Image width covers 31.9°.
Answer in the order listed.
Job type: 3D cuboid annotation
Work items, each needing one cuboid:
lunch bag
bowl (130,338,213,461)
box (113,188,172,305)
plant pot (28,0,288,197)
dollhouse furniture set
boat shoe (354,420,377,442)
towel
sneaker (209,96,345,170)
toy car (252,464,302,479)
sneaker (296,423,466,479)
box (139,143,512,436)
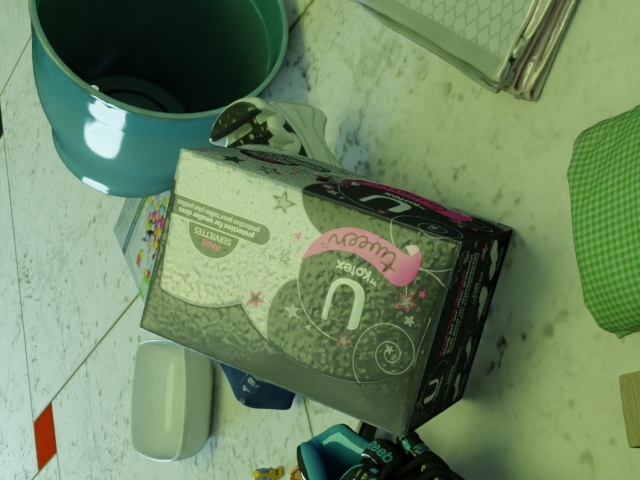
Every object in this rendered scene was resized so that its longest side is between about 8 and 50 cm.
[{"bbox_3d":[-0.058,0.119,1.149,0.098,0.067,0.065,55,128,47],"label":"lunch bag"},{"bbox_3d":[-0.172,0.188,1.324,0.142,0.053,0.142,-6,79,56],"label":"bowl"},{"bbox_3d":[-0.202,-0.010,1.419,0.145,0.038,0.186,-63,40,29],"label":"box"},{"bbox_3d":[-0.200,-0.186,1.265,0.255,0.271,0.272,124,140,-58],"label":"plant pot"},{"bbox_3d":[0.204,0.030,0.688,0.197,0.151,0.302,-25,64,53],"label":"dollhouse furniture set"},{"bbox_3d":[0.037,0.227,1.013,0.049,0.042,0.133,11,-91,-81],"label":"boat shoe"},{"bbox_3d":[0.129,-0.321,0.954,0.332,0.053,0.317,44,121,50],"label":"towel"},{"bbox_3d":[0.000,0.000,1.056,0.110,0.118,0.292,-19,88,38],"label":"sneaker"},{"bbox_3d":[-0.031,0.246,1.111,0.122,0.040,0.060,-32,59,50],"label":"toy car"},{"bbox_3d":[0.073,0.219,0.819,0.341,0.125,0.140,-9,105,62],"label":"sneaker"},{"bbox_3d":[0.003,0.029,0.907,0.247,0.142,0.163,20,104,21],"label":"box"}]
